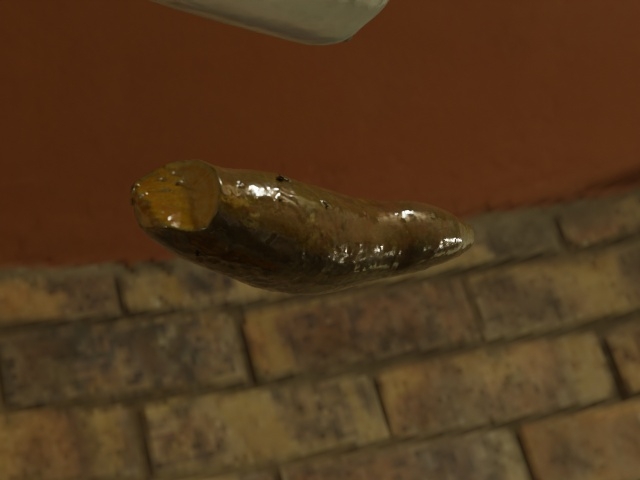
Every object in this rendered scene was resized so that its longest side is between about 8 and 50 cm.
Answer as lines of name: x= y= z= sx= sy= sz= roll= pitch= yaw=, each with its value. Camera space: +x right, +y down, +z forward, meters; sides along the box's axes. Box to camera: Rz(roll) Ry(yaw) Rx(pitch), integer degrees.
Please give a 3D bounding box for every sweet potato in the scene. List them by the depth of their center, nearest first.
sweet potato: x=0.000 y=0.000 z=1.082 sx=0.243 sy=0.077 sz=0.077 roll=11 pitch=-44 yaw=-32

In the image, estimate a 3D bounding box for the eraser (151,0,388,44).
eraser: x=-0.044 y=-0.253 z=0.887 sx=0.331 sy=0.331 sz=0.150 roll=-40 pitch=-26 yaw=29
